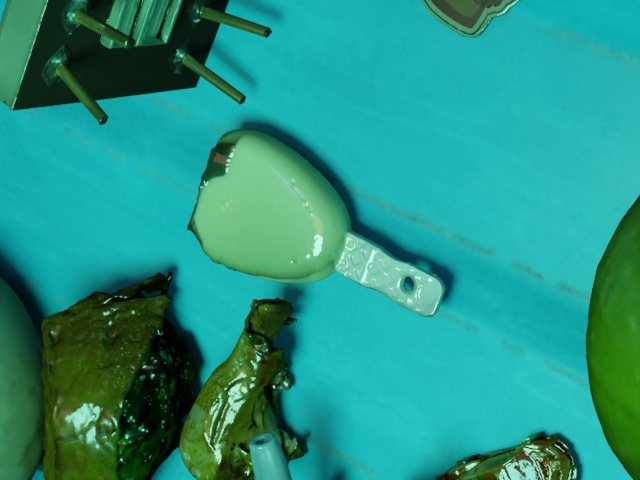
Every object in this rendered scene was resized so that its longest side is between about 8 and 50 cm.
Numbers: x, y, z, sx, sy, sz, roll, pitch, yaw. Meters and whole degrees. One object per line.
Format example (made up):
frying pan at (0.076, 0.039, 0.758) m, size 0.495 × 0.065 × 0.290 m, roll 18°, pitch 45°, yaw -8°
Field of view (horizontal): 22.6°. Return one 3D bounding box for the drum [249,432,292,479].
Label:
drum at (-0.036, 0.293, 1.413) m, size 0.130 × 0.049 × 0.253 m, roll -28°, pitch 110°, yaw 9°

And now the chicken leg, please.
chicken leg at (-0.061, 0.146, 1.444) m, size 0.101 × 0.085 × 0.207 m, roll 32°, pitch 117°, yaw 25°

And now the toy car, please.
toy car at (0.158, 0.202, 1.341) m, size 0.122 × 0.035 × 0.059 m, roll -25°, pitch 81°, yaw 36°

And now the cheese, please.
cheese at (0.000, 0.000, 1.396) m, size 0.251 × 0.054 × 0.127 m, roll 28°, pitch 113°, yaw 25°

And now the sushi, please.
sushi at (-0.191, 0.173, 1.511) m, size 0.149 × 0.140 × 0.287 m, roll -152°, pitch 60°, yaw -67°

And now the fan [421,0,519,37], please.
fan at (0.091, -0.272, 1.310) m, size 0.220 × 0.009 × 0.132 m, roll 48°, pitch 118°, yaw 16°

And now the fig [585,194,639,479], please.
fig at (0.309, 0.074, 1.049) m, size 0.316 × 0.316 × 0.316 m, roll 7°, pitch 103°, yaw 32°

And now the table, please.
table at (-0.149, -0.165, 1.348) m, size 0.111 × 0.240 × 0.121 m, roll 34°, pitch 117°, yaw 25°

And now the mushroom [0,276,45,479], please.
mushroom at (-0.434, 0.175, 1.614) m, size 0.362 × 0.294 × 0.362 m, roll -6°, pitch 71°, yaw 18°
